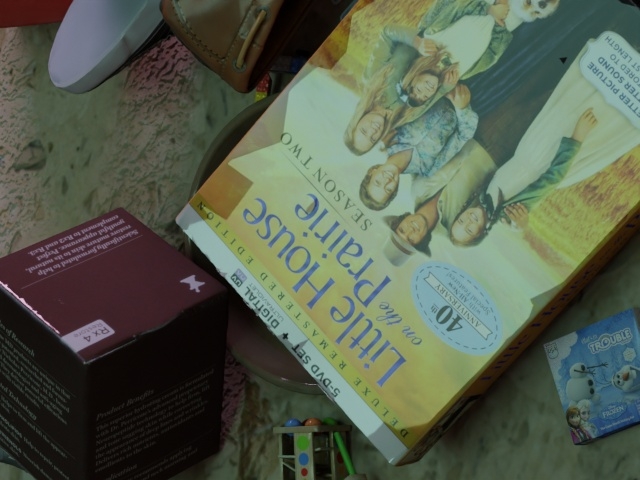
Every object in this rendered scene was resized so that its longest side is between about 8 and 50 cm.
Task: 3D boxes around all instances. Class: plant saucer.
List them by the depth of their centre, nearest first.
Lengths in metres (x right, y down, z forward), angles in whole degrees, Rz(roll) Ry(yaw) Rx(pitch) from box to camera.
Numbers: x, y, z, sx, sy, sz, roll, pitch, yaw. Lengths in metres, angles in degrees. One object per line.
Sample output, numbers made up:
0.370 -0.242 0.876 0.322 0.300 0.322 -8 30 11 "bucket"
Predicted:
0.000 0.000 1.740 0.278 0.041 0.277 3 95 32 "plant saucer"

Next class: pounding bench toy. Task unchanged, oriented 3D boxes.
0.005 0.192 1.736 0.083 0.052 0.065 -7 82 37 "pounding bench toy"

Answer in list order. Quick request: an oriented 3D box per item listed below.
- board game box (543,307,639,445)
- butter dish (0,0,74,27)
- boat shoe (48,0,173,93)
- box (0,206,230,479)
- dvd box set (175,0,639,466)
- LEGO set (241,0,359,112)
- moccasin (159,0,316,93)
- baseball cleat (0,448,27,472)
0.236 0.112 1.585 0.090 0.020 0.090 -27 70 33 "board game box"
-0.324 -0.283 1.990 0.160 0.118 0.159 -5 79 -5 "butter dish"
-0.134 -0.246 1.842 0.306 0.105 0.113 -49 43 15 "boat shoe"
-0.201 0.114 1.786 0.167 0.168 0.203 36 136 35 "box"
0.106 -0.063 1.617 0.420 0.062 0.307 -48 71 18 "dvd box set"
-0.009 -0.160 1.772 0.244 0.060 0.182 -46 58 26 "LEGO set"
0.022 -0.293 1.695 0.147 0.139 0.380 44 97 12 "moccasin"
-0.255 0.236 1.922 0.206 0.072 0.109 -6 89 41 "baseball cleat"
